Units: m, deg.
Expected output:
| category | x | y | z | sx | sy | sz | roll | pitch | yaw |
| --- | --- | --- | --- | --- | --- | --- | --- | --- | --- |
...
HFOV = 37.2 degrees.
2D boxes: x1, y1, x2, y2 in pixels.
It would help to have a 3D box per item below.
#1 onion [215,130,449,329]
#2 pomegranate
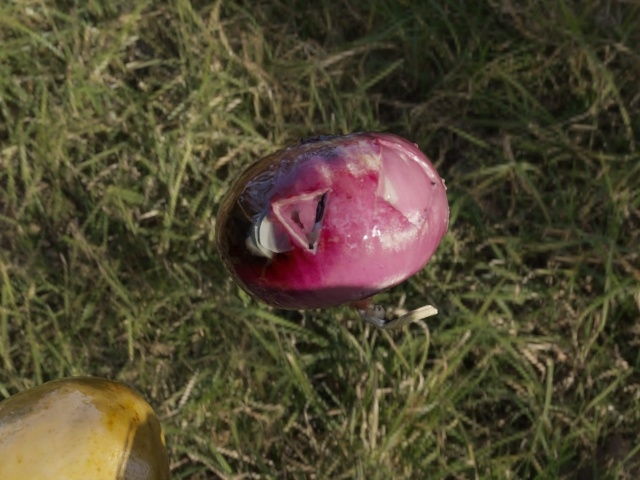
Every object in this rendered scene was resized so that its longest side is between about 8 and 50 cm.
| category | x | y | z | sx | sy | sz | roll | pitch | yaw |
| --- | --- | --- | --- | --- | --- | --- | --- | --- | --- |
| onion | -0.002 | -0.014 | 0.861 | 0.207 | 0.200 | 0.200 | 25 | 56 | 39 |
| pomegranate | -0.207 | 0.207 | 0.749 | 0.196 | 0.196 | 0.196 | -4 | 48 | 4 |
